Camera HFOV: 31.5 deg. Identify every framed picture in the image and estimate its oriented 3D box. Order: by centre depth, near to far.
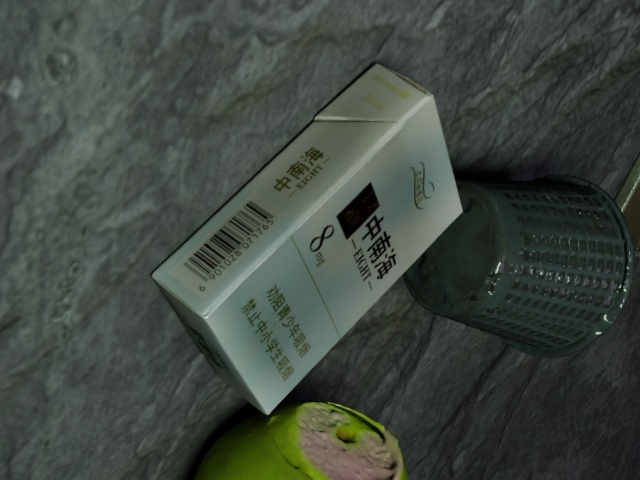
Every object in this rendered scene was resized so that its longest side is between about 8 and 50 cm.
[{"bbox_3d":[0.407,-0.076,1.358,0.150,0.015,0.203,9,110,-54],"label":"framed picture"}]

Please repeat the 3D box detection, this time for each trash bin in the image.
[{"bbox_3d":[0.161,0.015,1.017,0.161,0.175,0.175,8,111,-41],"label":"trash bin"}]

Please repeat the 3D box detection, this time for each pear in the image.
[{"bbox_3d":[-0.028,0.239,0.948,0.187,0.187,0.219,-14,141,-45],"label":"pear"}]

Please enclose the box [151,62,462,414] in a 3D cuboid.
[{"bbox_3d":[0.000,0.000,0.875,0.243,0.067,0.155,-44,146,-17],"label":"box"}]
